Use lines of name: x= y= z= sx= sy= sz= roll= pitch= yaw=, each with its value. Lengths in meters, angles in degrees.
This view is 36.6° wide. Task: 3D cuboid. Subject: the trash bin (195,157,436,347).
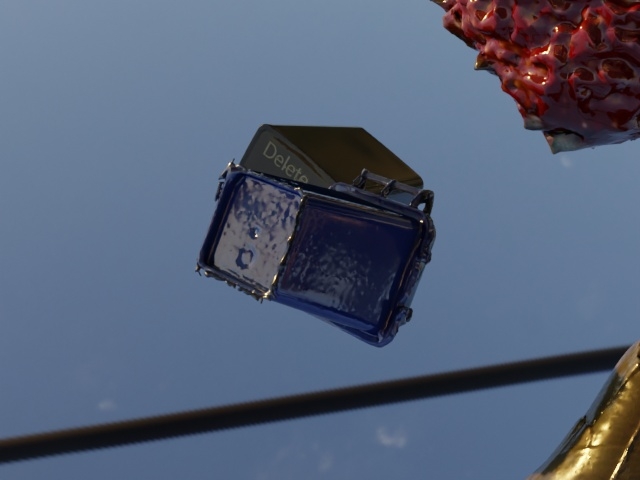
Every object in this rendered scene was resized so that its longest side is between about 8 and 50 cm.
trash bin: x=0.000 y=0.000 z=1.027 sx=0.162 sy=0.184 sz=0.234 roll=22 pitch=-177 yaw=38

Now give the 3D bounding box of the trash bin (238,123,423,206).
trash bin: x=0.020 y=-0.079 z=1.326 sx=0.165 sy=0.115 sz=0.225 roll=42 pitch=-150 yaw=22

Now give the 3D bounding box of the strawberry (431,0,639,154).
strawberry: x=0.290 y=-0.239 z=0.836 sx=0.292 sy=0.343 sz=0.292 roll=15 pitch=-118 yaw=-31

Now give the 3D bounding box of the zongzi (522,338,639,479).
zongzi: x=0.217 y=0.217 z=0.900 sx=0.300 sy=0.274 sz=0.145 roll=3 pitch=167 yaw=30
